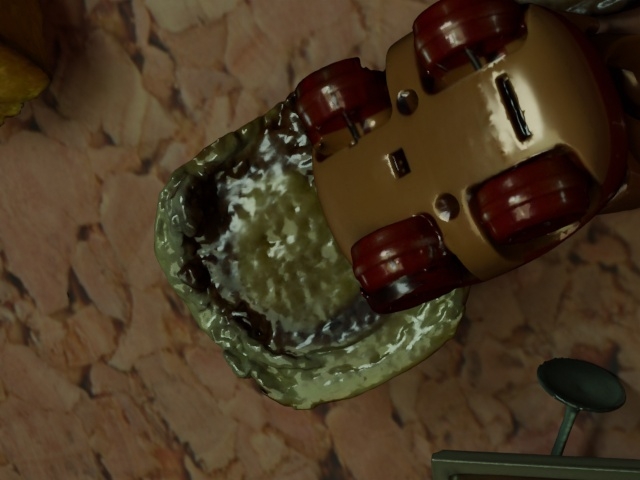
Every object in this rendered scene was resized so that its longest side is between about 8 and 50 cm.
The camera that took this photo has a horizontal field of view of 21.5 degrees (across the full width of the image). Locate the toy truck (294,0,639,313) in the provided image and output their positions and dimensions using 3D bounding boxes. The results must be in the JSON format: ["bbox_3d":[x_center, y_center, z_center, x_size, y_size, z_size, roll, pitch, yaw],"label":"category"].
[{"bbox_3d":[0.138,-0.070,1.248,0.265,0.239,0.189,-27,77,35],"label":"toy truck"}]

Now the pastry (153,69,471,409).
[{"bbox_3d":[0.010,0.002,1.396,0.256,0.170,0.236,-32,90,2],"label":"pastry"}]

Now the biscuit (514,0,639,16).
[{"bbox_3d":[0.202,-0.254,1.263,0.229,0.031,0.176,5,111,32],"label":"biscuit"}]

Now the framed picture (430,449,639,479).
[{"bbox_3d":[0.208,0.295,1.418,0.211,0.020,0.289,2,124,14],"label":"framed picture"}]

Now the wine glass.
[{"bbox_3d":[0.192,0.199,1.422,0.079,0.079,0.195,26,120,21],"label":"wine glass"}]

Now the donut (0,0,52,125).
[{"bbox_3d":[-0.471,-0.170,1.517,0.435,0.378,0.163,-28,54,36],"label":"donut"}]
